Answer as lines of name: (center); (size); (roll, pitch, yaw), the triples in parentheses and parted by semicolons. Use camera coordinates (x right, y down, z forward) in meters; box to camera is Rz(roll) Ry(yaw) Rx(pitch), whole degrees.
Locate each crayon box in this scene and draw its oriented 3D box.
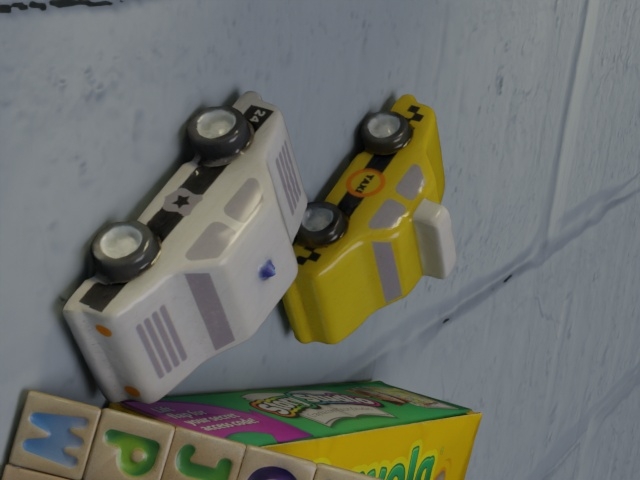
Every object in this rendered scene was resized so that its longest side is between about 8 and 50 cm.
crayon box: (-0.034, 0.262, 0.891); (0.363, 0.106, 0.313); (7, 100, -62)

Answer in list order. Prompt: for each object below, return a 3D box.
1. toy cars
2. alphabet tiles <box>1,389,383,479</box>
toy cars: (0.000, 0.000, 0.823); (0.393, 0.087, 0.177); (-10, 114, -60)
alphabet tiles: (-0.091, 0.217, 0.701); (0.009, 0.198, 0.237); (-148, -107, -80)
